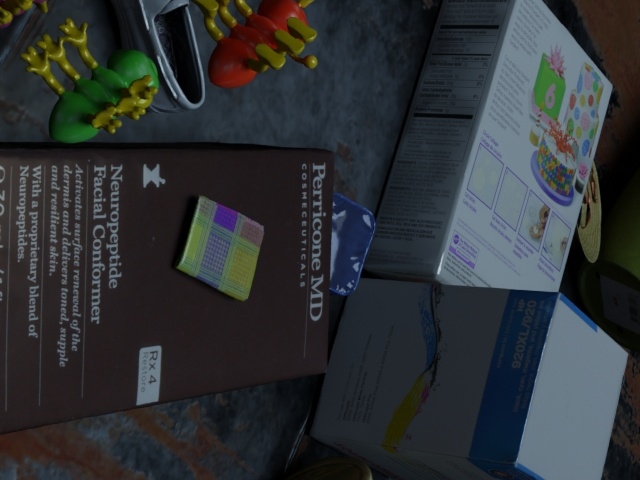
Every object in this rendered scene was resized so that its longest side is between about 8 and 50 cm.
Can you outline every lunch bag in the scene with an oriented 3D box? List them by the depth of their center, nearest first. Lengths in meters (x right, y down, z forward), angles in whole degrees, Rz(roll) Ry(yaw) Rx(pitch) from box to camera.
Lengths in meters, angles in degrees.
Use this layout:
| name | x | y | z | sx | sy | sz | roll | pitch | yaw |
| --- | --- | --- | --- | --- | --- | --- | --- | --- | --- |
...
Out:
| name | x | y | z | sx | sy | sz | roll | pitch | yaw |
| --- | --- | --- | --- | --- | --- | --- | --- | --- | --- |
| lunch bag | 0.000 | 0.000 | 1.378 | 0.067 | 0.065 | 0.098 | 30 | 71 | -34 |

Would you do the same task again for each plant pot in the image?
| name | x | y | z | sx | sy | sz | roll | pitch | yaw |
| --- | --- | --- | --- | --- | --- | --- | --- | --- | --- |
| plant pot | 0.463 | 0.001 | 1.860 | 0.293 | 0.274 | 0.275 | -35 | 123 | -27 |

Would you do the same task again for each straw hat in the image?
| name | x | y | z | sx | sy | sz | roll | pitch | yaw |
| --- | --- | --- | --- | --- | --- | --- | --- | --- | --- |
| straw hat | 0.281 | -0.041 | 1.747 | 0.144 | 0.061 | 0.145 | -5 | 90 | -68 |

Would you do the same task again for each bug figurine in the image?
| name | x | y | z | sx | sy | sz | roll | pitch | yaw |
| --- | --- | --- | --- | --- | --- | --- | --- | --- | --- |
| bug figurine | -0.144 | -0.172 | 1.065 | 0.216 | 0.279 | 0.072 | -38 | 158 | -25 |

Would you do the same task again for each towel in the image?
| name | x | y | z | sx | sy | sz | roll | pitch | yaw |
| --- | --- | --- | --- | --- | --- | --- | --- | --- | --- |
| towel | -0.072 | 0.006 | 1.103 | 0.083 | 0.009 | 0.060 | 28 | 73 | -50 |

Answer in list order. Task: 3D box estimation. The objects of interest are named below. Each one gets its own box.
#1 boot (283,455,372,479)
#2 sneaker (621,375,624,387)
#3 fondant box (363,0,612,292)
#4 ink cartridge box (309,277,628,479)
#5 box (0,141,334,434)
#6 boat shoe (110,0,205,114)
| name | x | y | z | sx | sy | sz | roll | pitch | yaw |
| --- | --- | --- | --- | --- | --- | --- | --- | --- | --- |
| boot | -0.010 | 0.349 | 1.383 | 0.262 | 0.095 | 0.203 | -54 | 133 | -32 |
| sneaker | 0.321 | 0.160 | 1.779 | 0.222 | 0.118 | 0.083 | 1 | 94 | -53 |
| fondant box | 0.184 | -0.074 | 1.587 | 0.238 | 0.096 | 0.330 | 36 | 67 | -49 |
| ink cartridge box | 0.142 | 0.146 | 1.446 | 0.171 | 0.232 | 0.168 | 36 | 64 | -49 |
| box | -0.153 | 0.023 | 1.118 | 0.381 | 0.143 | 0.191 | -6 | 99 | -54 |
| boat shoe | -0.129 | -0.187 | 1.180 | 0.066 | 0.063 | 0.184 | -24 | 113 | -49 |
